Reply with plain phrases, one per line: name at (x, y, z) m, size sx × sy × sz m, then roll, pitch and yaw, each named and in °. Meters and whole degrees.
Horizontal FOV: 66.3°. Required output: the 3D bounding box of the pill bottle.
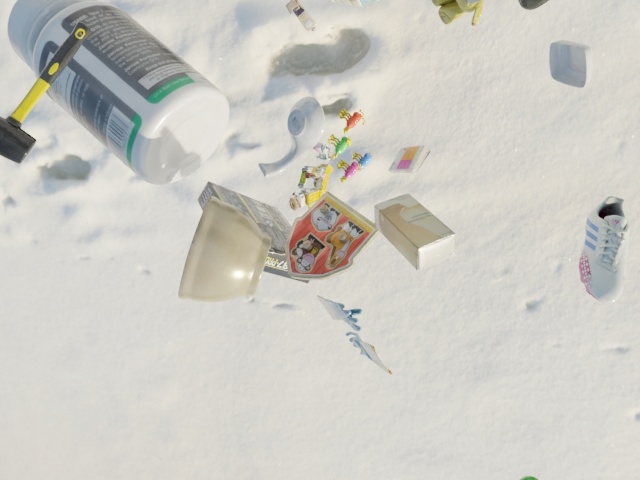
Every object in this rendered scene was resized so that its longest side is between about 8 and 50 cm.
pill bottle at (-0.354, -0.280, 0.860) m, size 0.361 × 0.204 × 0.204 m, roll 41°, pitch 131°, yaw 11°

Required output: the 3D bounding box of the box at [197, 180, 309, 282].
box at (-0.215, -0.031, 1.666) m, size 0.318 × 0.395 × 0.097 m, roll 21°, pitch 110°, yaw -40°

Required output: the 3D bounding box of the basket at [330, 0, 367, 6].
basket at (0.097, -0.744, 1.193) m, size 0.201 × 0.255 × 0.288 m, roll 29°, pitch 92°, yaw 39°

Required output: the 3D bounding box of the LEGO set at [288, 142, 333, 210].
LEGO set at (-0.049, -0.184, 1.599) m, size 0.107 × 0.286 × 0.132 m, roll 9°, pitch 144°, yaw 25°

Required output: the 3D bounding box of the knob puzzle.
knob puzzle at (0.000, 0.000, 1.023) m, size 0.213 × 0.213 × 0.030 m, roll -2°, pitch 153°, yaw 26°

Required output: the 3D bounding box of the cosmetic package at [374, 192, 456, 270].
cosmetic package at (0.125, -0.014, 0.664) m, size 0.115 × 0.060 × 0.041 m, roll 51°, pitch 156°, yaw 48°

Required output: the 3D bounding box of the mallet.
mallet at (-0.322, -0.175, 0.580) m, size 0.062 × 0.189 × 0.039 m, roll 43°, pitch 158°, yaw -28°

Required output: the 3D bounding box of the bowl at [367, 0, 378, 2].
bowl at (0.165, -0.955, 1.687) m, size 0.163 × 0.312 × 0.311 m, roll 50°, pitch 140°, yaw 37°

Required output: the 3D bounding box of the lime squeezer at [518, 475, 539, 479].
lime squeezer at (0.321, 0.376, 0.709) m, size 0.110 × 0.310 × 0.058 m, roll -20°, pitch 67°, yaw 29°

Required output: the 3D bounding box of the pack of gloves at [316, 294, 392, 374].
pack of gloves at (0.089, 0.210, 1.185) m, size 0.195 × 0.046 × 0.232 m, roll 54°, pitch 168°, yaw -8°

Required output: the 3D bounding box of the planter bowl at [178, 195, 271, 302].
planter bowl at (-0.139, 0.026, 0.750) m, size 0.109 × 0.162 × 0.162 m, roll 18°, pitch 130°, yaw -8°

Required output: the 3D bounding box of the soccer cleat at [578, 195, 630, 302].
soccer cleat at (0.814, 0.014, 1.397) m, size 0.116 × 0.331 × 0.143 m, roll 13°, pitch 146°, yaw 9°

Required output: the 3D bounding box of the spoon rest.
spoon rest at (-0.075, -0.289, 1.403) m, size 0.276 × 0.084 × 0.137 m, roll -45°, pitch 65°, yaw 37°

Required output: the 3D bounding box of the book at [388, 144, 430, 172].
book at (0.298, -0.274, 1.673) m, size 0.035 × 0.096 × 0.144 m, roll 34°, pitch 173°, yaw -25°

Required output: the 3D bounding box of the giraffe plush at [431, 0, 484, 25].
giraffe plush at (0.441, -0.733, 1.398) m, size 0.210 × 0.171 × 0.181 m, roll 41°, pitch 163°, yaw 43°

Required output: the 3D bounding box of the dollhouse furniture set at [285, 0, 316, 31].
dollhouse furniture set at (-0.008, -0.521, 1.080) m, size 0.114 × 0.091 × 0.081 m, roll -37°, pitch 111°, yaw 14°

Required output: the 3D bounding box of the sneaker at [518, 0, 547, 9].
sneaker at (0.577, -0.619, 1.169) m, size 0.107 × 0.162 × 0.281 m, roll 3°, pitch 161°, yaw -12°

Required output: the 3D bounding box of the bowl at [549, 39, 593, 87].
bowl at (0.792, -0.559, 1.536) m, size 0.142 × 0.053 × 0.142 m, roll 47°, pitch 167°, yaw 48°

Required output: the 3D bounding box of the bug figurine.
bug figurine at (0.125, -0.350, 1.877) m, size 0.072 × 0.216 × 0.278 m, roll 12°, pitch 142°, yaw 33°
